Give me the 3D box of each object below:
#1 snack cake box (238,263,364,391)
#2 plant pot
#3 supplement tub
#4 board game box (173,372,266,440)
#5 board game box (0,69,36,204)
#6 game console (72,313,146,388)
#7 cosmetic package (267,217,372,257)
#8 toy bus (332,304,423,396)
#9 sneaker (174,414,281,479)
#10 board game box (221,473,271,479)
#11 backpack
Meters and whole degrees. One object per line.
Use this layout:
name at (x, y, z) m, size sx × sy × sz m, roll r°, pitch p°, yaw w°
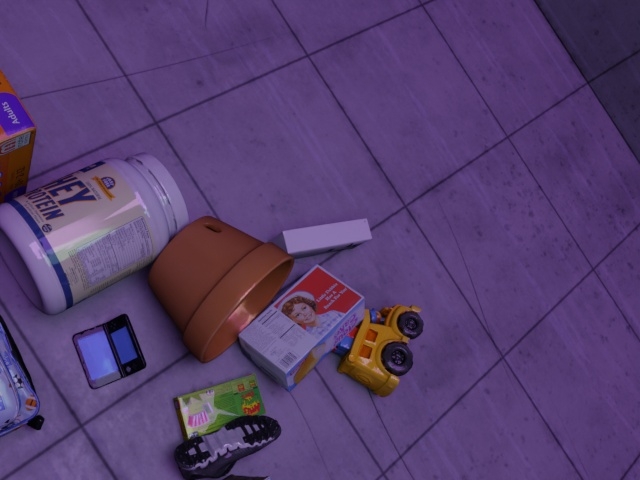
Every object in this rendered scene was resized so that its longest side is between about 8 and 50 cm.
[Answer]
snack cake box at (-0.039, 0.194, 1.512) m, size 0.152 × 0.089 × 0.264 m, roll 33°, pitch 59°, yaw 28°
plant pot at (-0.224, 0.086, 1.407) m, size 0.203 × 0.291 × 0.291 m, roll 39°, pitch 59°, yaw 8°
supplement tub at (-0.455, -0.024, 1.333) m, size 0.324 × 0.235 × 0.235 m, roll -32°, pitch 90°, yaw -31°
board game box at (-0.218, 0.359, 1.439) m, size 0.181 × 0.043 × 0.092 m, roll -12°, pitch 80°, yaw -29°
board game box at (-0.767, -0.208, 1.163) m, size 0.356 × 0.356 × 0.357 m, roll -33°, pitch 90°, yaw -31°
game console at (-0.432, 0.227, 1.360) m, size 0.071 × 0.107 × 0.122 m, roll -14°, pitch 79°, yaw -59°
cosmetic package at (0.000, 0.000, 1.637) m, size 0.239 × 0.099 × 0.061 m, roll -9°, pitch 78°, yaw -28°
toy bus at (0.120, 0.237, 1.609) m, size 0.211 × 0.149 × 0.220 m, roll 25°, pitch 61°, yaw 0°
sneaker at (-0.195, 0.441, 1.397) m, size 0.234 × 0.106 × 0.078 m, roll -14°, pitch 45°, yaw -27°
board game box at (-0.132, 0.622, 1.287) m, size 0.141 × 0.232 × 0.291 m, roll -24°, pitch 85°, yaw -31°
backpack at (-0.659, 0.265, 1.161) m, size 0.263 × 0.213 × 0.277 m, roll -25°, pitch 89°, yaw -20°
